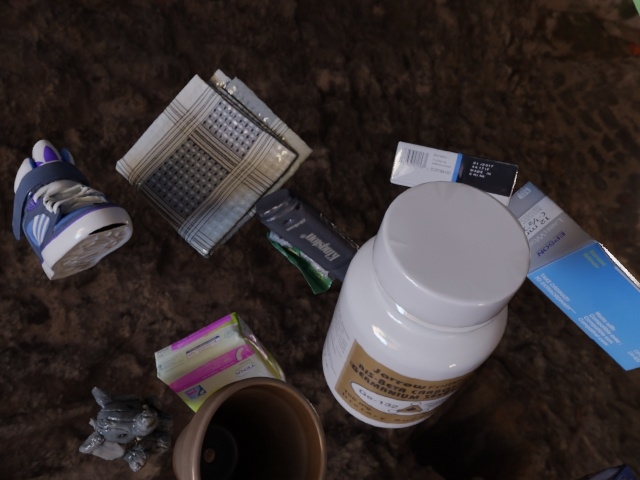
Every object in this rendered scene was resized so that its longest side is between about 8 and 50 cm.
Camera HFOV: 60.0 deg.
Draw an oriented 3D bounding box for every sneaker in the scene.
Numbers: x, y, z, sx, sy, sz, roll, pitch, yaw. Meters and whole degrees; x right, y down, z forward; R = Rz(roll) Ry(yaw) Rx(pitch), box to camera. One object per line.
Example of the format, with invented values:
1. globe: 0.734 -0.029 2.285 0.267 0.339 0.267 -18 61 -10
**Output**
1. sneaker: -0.441 -0.075 0.939 0.130 0.323 0.236 -20 -93 -37

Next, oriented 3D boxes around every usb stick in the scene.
1. usb stick: 0.000 0.000 0.887 0.278 0.077 0.045 39 -147 -50

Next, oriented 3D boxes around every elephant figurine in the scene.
1. elephant figurine: -0.408 0.369 1.133 0.169 0.186 0.239 52 169 25

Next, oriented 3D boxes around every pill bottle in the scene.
1. pill bottle: 0.079 0.062 0.463 0.131 0.229 0.131 4 -125 -6

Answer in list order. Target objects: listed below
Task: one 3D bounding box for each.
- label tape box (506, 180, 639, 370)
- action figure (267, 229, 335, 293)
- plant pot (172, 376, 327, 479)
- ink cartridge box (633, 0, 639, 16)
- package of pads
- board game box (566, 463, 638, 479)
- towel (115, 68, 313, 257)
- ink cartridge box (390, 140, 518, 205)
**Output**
1. label tape box: 0.421 0.071 0.875 0.249 0.115 0.347 41 -160 -14
2. action figure: -0.039 0.006 1.202 0.137 0.063 0.232 -33 -128 -30
3. plant pot: -0.155 0.393 1.005 0.263 0.229 0.262 15 -116 -32
4. ink cartridge box: 0.486 -0.370 0.543 0.207 0.354 0.119 46 -112 -27
5. package of pads: -0.233 0.330 1.381 0.296 0.229 0.101 64 179 -42
6. board game box: 0.292 0.386 0.751 0.165 0.243 0.042 -15 -113 -40
7. towel: -0.226 -0.175 1.151 0.312 0.324 0.056 43 177 18
8. ink cartridge box: 0.201 -0.115 0.896 0.166 0.065 0.332 12 -170 6
